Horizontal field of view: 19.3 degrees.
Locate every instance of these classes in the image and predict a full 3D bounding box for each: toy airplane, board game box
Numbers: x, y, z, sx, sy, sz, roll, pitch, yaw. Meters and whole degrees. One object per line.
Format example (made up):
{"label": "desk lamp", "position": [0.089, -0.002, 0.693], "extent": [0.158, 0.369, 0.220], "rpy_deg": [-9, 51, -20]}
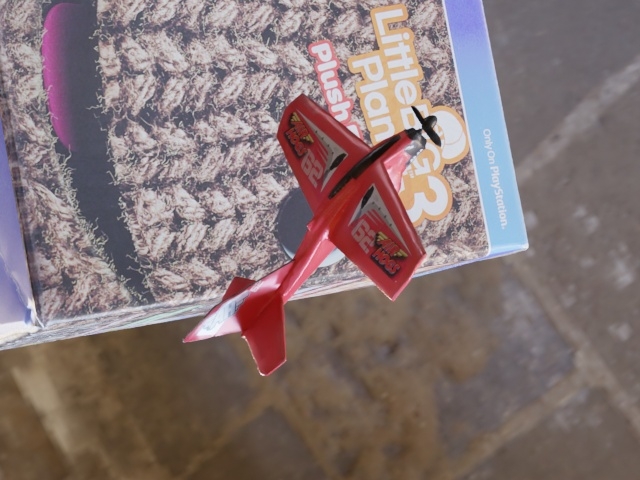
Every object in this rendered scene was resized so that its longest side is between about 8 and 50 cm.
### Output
{"label": "toy airplane", "position": [0.000, 0.000, 0.840], "extent": [0.151, 0.151, 0.028], "rpy_deg": [-13, 142, 39]}
{"label": "board game box", "position": [-0.061, -0.078, 1.033], "extent": [0.141, 0.291, 0.232], "rpy_deg": [-16, 84, 61]}
